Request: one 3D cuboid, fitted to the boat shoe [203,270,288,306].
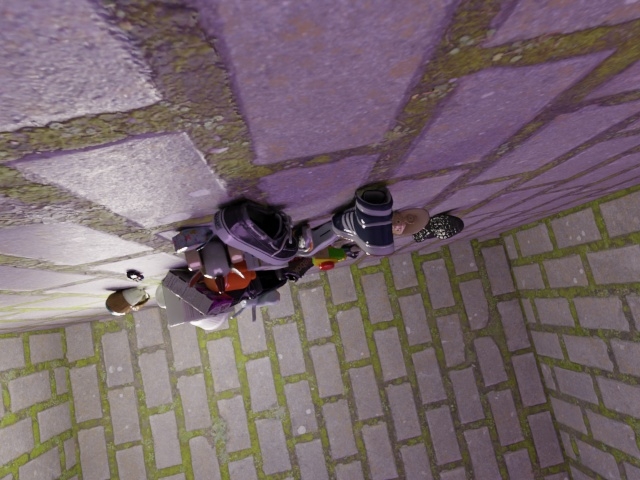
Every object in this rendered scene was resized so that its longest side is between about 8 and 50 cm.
[{"bbox_3d":[-0.344,0.189,1.835,0.500,0.187,0.156,-12,168,-40],"label":"boat shoe"}]

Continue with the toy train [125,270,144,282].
[{"bbox_3d":[-0.667,0.130,1.452,0.036,0.027,0.158,-21,174,-16],"label":"toy train"}]

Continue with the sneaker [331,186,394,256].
[{"bbox_3d":[0.106,-0.074,1.053,0.099,0.153,0.282,-12,-158,-19],"label":"sneaker"}]

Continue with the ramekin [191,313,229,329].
[{"bbox_3d":[-0.605,0.327,2.113,0.273,0.273,0.127,-17,158,26],"label":"ramekin"}]

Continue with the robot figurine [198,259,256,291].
[{"bbox_3d":[-0.367,0.138,1.596,0.219,0.128,0.158,-4,-160,-44],"label":"robot figurine"}]

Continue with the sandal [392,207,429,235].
[{"bbox_3d":[0.246,-0.052,1.372,0.240,0.088,0.079,-12,179,30],"label":"sandal"}]

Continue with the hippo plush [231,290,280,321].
[{"bbox_3d":[-0.345,0.281,2.179,0.234,0.294,0.236,12,173,-14],"label":"hippo plush"}]

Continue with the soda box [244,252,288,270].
[{"bbox_3d":[-0.211,0.077,1.602,0.069,0.074,0.216,-16,171,22],"label":"soda box"}]

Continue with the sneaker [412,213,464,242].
[{"bbox_3d":[0.513,-0.063,1.718,0.130,0.109,0.286,-16,-177,-25],"label":"sneaker"}]

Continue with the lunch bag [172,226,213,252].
[{"bbox_3d":[-0.312,-0.002,0.997,0.083,0.053,0.071,-17,179,-43],"label":"lunch bag"}]

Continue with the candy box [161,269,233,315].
[{"bbox_3d":[-0.483,0.203,1.592,0.233,0.071,0.159,31,-176,17],"label":"candy box"}]

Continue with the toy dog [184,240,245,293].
[{"bbox_3d":[-0.309,0.088,1.229,0.220,0.161,0.334,-13,172,5],"label":"toy dog"}]

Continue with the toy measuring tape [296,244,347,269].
[{"bbox_3d":[-0.036,0.071,1.735,0.330,0.121,0.121,2,166,-28],"label":"toy measuring tape"}]

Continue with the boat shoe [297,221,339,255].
[{"bbox_3d":[0.000,0.000,1.364,0.076,0.083,0.226,-3,167,-43],"label":"boat shoe"}]

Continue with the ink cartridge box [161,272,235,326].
[{"bbox_3d":[-0.553,0.256,1.840,0.121,0.211,0.289,-20,170,33],"label":"ink cartridge box"}]

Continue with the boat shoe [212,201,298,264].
[{"bbox_3d":[-0.116,-0.023,0.957,0.105,0.113,0.306,-22,153,21],"label":"boat shoe"}]

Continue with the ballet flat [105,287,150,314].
[{"bbox_3d":[-0.878,0.273,1.875,0.124,0.116,0.342,-32,175,-9],"label":"ballet flat"}]

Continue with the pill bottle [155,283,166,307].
[{"bbox_3d":[-0.686,0.259,1.970,0.119,0.119,0.208,-17,170,29],"label":"pill bottle"}]

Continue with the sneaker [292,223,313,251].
[{"bbox_3d":[-0.087,0.002,1.265,0.083,0.084,0.215,-3,169,-26],"label":"sneaker"}]

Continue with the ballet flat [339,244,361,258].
[{"bbox_3d":[0.167,0.053,2.041,0.074,0.074,0.203,-16,169,25],"label":"ballet flat"}]

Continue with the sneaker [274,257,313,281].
[{"bbox_3d":[-0.100,0.124,1.887,0.276,0.135,0.097,-9,169,-33],"label":"sneaker"}]
